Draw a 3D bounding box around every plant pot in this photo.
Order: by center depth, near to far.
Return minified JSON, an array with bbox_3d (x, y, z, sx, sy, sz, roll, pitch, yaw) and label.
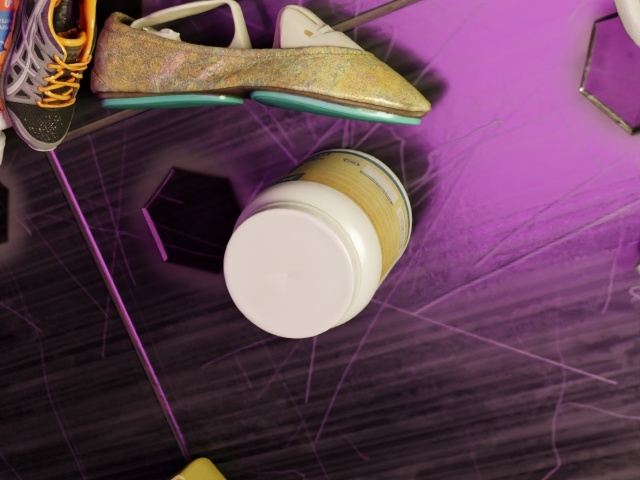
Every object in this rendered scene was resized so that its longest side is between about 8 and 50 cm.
[{"bbox_3d":[-0.148,0.301,1.218,0.081,0.083,0.081,-38,93,26],"label":"plant pot"}]

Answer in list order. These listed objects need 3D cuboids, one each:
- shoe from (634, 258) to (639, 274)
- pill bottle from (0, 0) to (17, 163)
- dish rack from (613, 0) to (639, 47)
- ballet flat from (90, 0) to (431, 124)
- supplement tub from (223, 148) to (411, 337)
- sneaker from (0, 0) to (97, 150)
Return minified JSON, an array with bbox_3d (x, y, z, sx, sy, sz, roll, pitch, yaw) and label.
[{"bbox_3d":[0.380,-0.006,0.957,0.081,0.063,0.178,47,111,4],"label":"shoe"},{"bbox_3d":[-0.368,-0.189,1.104,0.124,0.124,0.221,19,113,11],"label":"pill bottle"},{"bbox_3d":[0.345,-0.304,0.792,0.333,0.072,0.285,-9,106,56],"label":"dish rack"},{"bbox_3d":[-0.063,-0.178,1.021,0.349,0.123,0.123,5,109,16],"label":"ballet flat"},{"bbox_3d":[0.000,0.000,1.006,0.144,0.199,0.144,5,109,16],"label":"supplement tub"},{"bbox_3d":[-0.268,-0.185,1.048,0.083,0.084,0.214,33,125,35],"label":"sneaker"}]
